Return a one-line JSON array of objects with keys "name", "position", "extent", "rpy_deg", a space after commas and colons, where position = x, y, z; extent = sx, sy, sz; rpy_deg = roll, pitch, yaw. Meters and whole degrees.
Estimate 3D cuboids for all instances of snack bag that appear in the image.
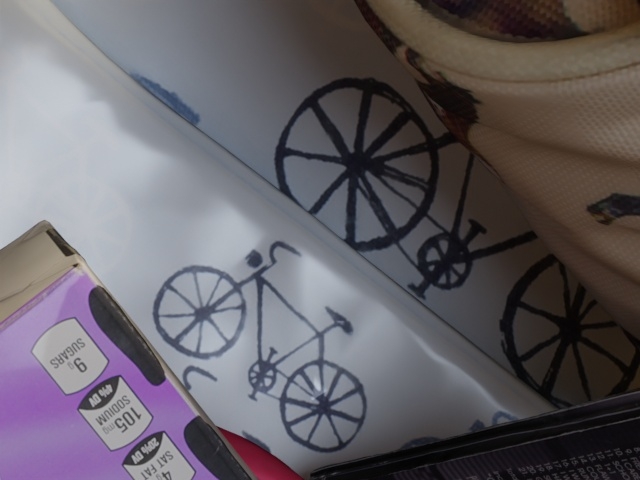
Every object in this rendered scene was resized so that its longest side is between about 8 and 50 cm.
[{"name": "snack bag", "position": [0.000, 0.000, 0.519], "extent": [0.323, 0.037, 0.342], "rpy_deg": [39, 75, -19]}]

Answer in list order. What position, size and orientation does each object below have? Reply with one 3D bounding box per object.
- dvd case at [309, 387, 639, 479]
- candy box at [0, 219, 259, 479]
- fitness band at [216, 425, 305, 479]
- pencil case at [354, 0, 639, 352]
[{"name": "dvd case", "position": [0.118, 0.110, 0.444], "extent": [0.164, 0.221, 0.018], "rpy_deg": [52, 45, -17]}, {"name": "candy box", "position": [-0.072, 0.123, 0.379], "extent": [0.165, 0.070, 0.196], "rpy_deg": [-38, 109, -9]}, {"name": "fitness band", "position": [-0.050, 0.187, 0.466], "extent": [0.209, 0.054, 0.291], "rpy_deg": [-34, 110, -10]}, {"name": "pencil case", "position": [0.174, -0.009, 0.460], "extent": [0.410, 0.183, 0.160], "rpy_deg": [43, 58, -43]}]
